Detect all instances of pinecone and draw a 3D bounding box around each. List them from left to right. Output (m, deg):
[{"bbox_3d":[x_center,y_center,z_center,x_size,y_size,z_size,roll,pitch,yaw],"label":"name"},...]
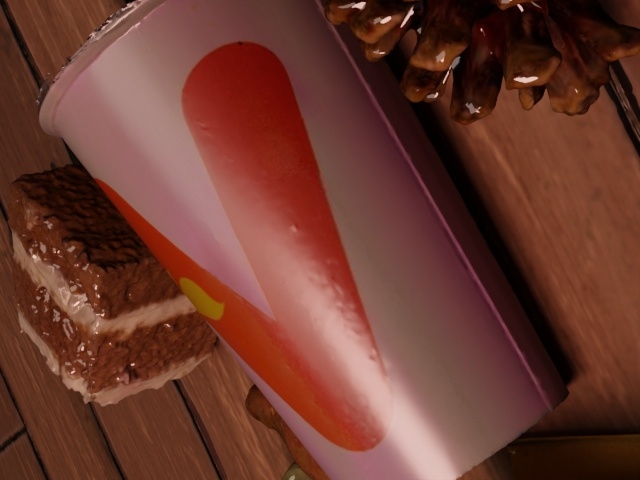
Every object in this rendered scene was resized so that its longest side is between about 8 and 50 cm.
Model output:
[{"bbox_3d":[0.067,-0.149,0.564,0.169,0.185,0.212,7,135,28],"label":"pinecone"}]

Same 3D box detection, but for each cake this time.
[{"bbox_3d":[-0.155,0.031,1.005,0.135,0.134,0.147,44,132,35],"label":"cake"}]

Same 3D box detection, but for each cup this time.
[{"bbox_3d":[0.000,0.000,0.740,0.288,0.203,0.203,56,145,6],"label":"cup"}]

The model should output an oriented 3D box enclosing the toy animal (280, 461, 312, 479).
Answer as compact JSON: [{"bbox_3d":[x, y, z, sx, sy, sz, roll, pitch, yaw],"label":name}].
[{"bbox_3d":[-0.020,0.257,0.993,0.101,0.103,0.218,33,132,9],"label":"toy animal"}]

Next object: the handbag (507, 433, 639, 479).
[{"bbox_3d":[0.203,0.294,0.667,0.283,0.133,0.401,-17,93,61],"label":"handbag"}]

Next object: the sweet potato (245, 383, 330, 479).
[{"bbox_3d":[0.015,0.144,0.900,0.255,0.058,0.078,34,154,46],"label":"sweet potato"}]
